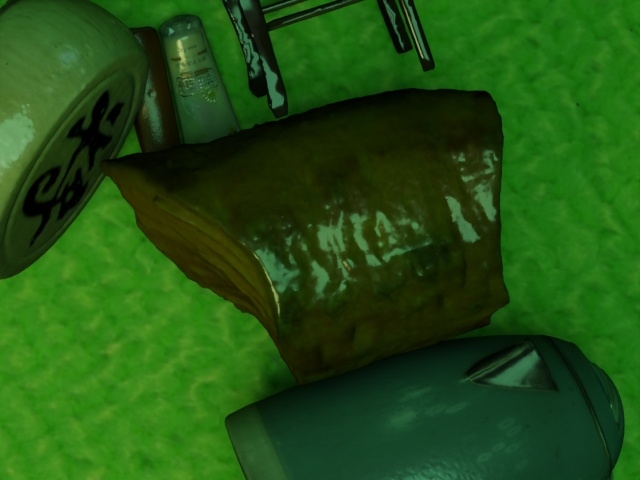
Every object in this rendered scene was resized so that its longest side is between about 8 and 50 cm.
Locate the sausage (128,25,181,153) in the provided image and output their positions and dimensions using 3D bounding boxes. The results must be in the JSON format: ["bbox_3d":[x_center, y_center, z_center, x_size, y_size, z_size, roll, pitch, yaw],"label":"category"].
[{"bbox_3d":[-0.156,-0.131,1.693,0.039,0.041,0.131,-17,103,-20],"label":"sausage"}]

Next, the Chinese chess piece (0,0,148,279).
[{"bbox_3d":[-0.253,-0.090,1.582,0.104,0.257,0.257,32,96,9],"label":"Chinese chess piece"}]

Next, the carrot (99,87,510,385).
[{"bbox_3d":[0.000,0.000,1.635,0.340,0.241,0.241,-15,102,-5],"label":"carrot"}]

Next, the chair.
[{"bbox_3d":[-0.017,-0.291,1.623,0.186,0.160,0.319,-18,105,-5],"label":"chair"}]

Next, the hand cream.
[{"bbox_3d":[-0.114,-0.137,1.702,0.061,0.039,0.143,-18,107,-5],"label":"hand cream"}]

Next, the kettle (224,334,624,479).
[{"bbox_3d":[0.123,0.228,1.715,0.342,0.247,0.319,-24,140,-4],"label":"kettle"}]
